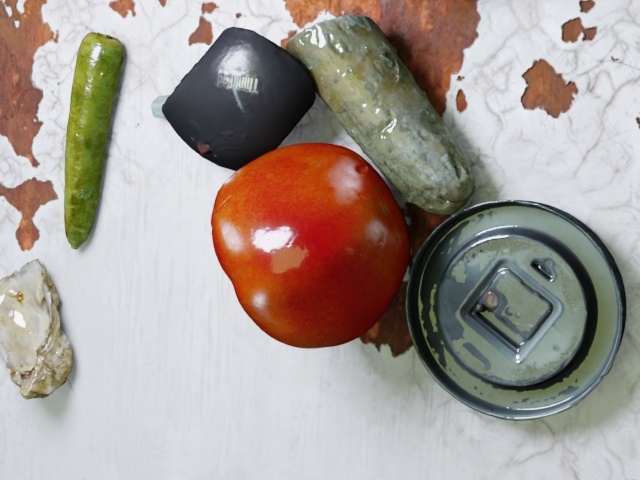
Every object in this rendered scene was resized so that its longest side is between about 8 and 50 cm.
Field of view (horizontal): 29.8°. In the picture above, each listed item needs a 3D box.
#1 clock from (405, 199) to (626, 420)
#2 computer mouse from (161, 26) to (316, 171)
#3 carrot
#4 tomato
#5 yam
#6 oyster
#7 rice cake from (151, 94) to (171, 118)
[{"bbox_3d":[0.270,0.093,1.672,0.312,0.061,0.313,4,99,25],"label":"clock"},{"bbox_3d":[-0.125,-0.186,1.722,0.170,0.100,0.269,40,147,-8],"label":"computer mouse"},{"bbox_3d":[-0.377,-0.157,1.936,0.074,0.074,0.359,18,106,22],"label":"carrot"},{"bbox_3d":[0.000,0.000,1.671,0.226,0.298,0.299,-31,84,27],"label":"tomato"},{"bbox_3d":[0.097,-0.176,1.680,0.133,0.133,0.330,-40,83,24],"label":"yam"},{"bbox_3d":[-0.482,0.157,2.023,0.161,0.107,0.233,-29,66,30],"label":"oyster"},{"bbox_3d":[-0.168,-0.211,1.847,0.207,0.033,0.033,-1,126,24],"label":"rice cake"}]
